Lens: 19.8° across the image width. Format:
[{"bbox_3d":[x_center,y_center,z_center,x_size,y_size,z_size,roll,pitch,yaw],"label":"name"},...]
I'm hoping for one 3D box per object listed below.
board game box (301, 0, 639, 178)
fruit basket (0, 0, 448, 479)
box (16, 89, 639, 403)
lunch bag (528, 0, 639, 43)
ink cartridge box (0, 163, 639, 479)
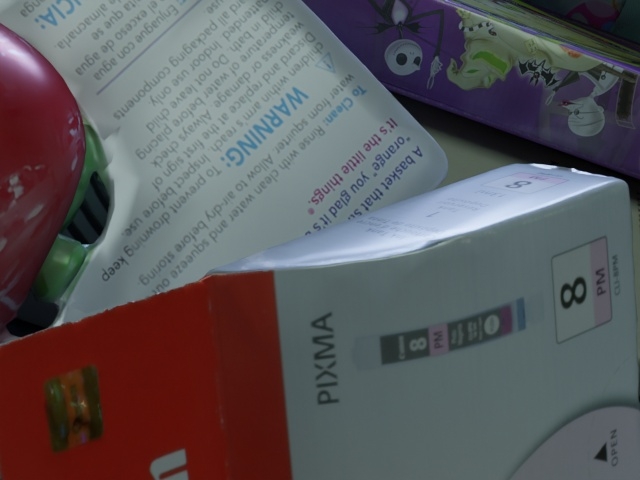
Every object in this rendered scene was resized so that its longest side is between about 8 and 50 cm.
[{"bbox_3d":[0.134,-0.065,0.823,0.347,0.056,0.208,19,8,-12],"label":"board game box"},{"bbox_3d":[-0.179,-0.046,0.557,0.353,0.165,0.327,48,63,-10],"label":"fruit basket"},{"bbox_3d":[0.000,0.000,0.722,0.275,0.094,0.113,18,43,-13],"label":"box"},{"bbox_3d":[0.170,-0.248,0.956,0.160,0.223,0.262,12,47,-12],"label":"lunch bag"},{"bbox_3d":[0.016,0.092,0.589,0.066,0.189,0.232,10,22,42],"label":"ink cartridge box"}]
